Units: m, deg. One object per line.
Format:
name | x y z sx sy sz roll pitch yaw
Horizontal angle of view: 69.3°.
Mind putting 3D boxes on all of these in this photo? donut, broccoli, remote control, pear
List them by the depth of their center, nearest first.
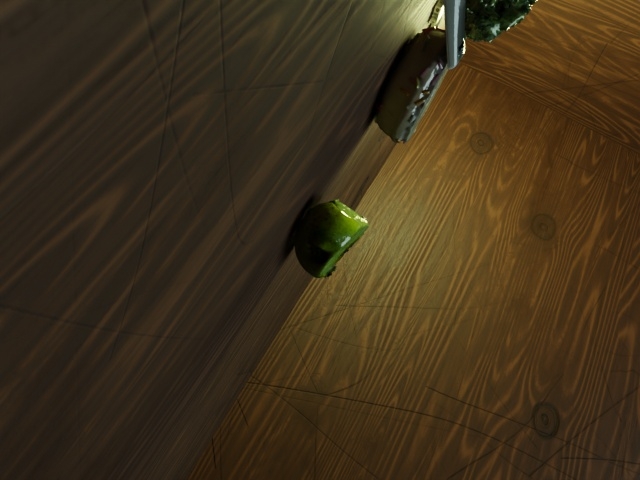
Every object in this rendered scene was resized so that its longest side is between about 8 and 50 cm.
remote control | 0.362 -0.624 1.219 0.109 0.055 0.312 -56 143 -39
broccoli | 0.517 -0.782 1.314 0.339 0.276 0.317 -26 144 14
pear | 0.000 0.000 1.350 0.238 0.164 0.255 -51 171 14
donut | 0.303 -0.500 1.484 0.382 0.143 0.382 -60 175 -9

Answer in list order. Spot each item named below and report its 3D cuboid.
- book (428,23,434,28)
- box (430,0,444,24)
book | 0.391 -0.739 1.684 0.198 0.016 0.138 -58 174 -20
box | 0.394 -0.767 1.537 0.054 0.024 0.083 -61 174 -11
